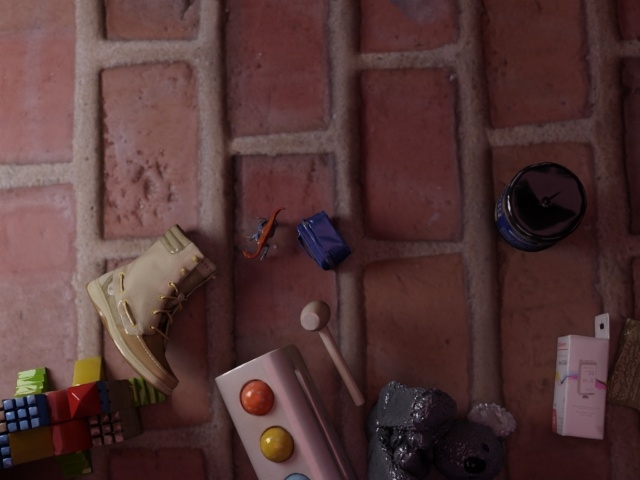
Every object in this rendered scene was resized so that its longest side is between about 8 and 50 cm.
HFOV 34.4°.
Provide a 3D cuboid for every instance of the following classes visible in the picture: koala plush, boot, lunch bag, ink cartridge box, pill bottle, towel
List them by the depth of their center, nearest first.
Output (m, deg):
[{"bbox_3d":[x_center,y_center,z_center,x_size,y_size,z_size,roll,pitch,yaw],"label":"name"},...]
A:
[{"bbox_3d":[0.341,-0.046,1.640,0.122,0.219,0.123,0,83,2],"label":"pill bottle"},{"bbox_3d":[0.198,0.326,1.647,0.221,0.203,0.196,14,93,-17],"label":"koala plush"},{"bbox_3d":[0.417,0.214,1.659,0.067,0.115,0.198,6,83,4],"label":"ink cartridge box"},{"bbox_3d":[-0.247,0.107,1.685,0.203,0.095,0.262,-36,52,-5],"label":"boot"},{"bbox_3d":[0.535,0.210,1.698,0.110,0.027,0.148,19,84,4],"label":"towel"},{"bbox_3d":[0.000,0.000,1.728,0.065,0.067,0.098,-34,82,-2],"label":"lunch bag"}]

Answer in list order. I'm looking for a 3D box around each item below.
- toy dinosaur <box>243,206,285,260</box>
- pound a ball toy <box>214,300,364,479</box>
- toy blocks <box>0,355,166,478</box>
[{"bbox_3d":[-0.101,-0.008,1.733,0.047,0.090,0.082,23,41,-5],"label":"toy dinosaur"},{"bbox_3d":[-0.031,0.279,1.639,0.208,0.135,0.319,-26,83,16],"label":"pound a ball toy"},{"bbox_3d":[-0.453,0.293,1.620,0.381,0.261,0.191,-12,83,2],"label":"toy blocks"}]
